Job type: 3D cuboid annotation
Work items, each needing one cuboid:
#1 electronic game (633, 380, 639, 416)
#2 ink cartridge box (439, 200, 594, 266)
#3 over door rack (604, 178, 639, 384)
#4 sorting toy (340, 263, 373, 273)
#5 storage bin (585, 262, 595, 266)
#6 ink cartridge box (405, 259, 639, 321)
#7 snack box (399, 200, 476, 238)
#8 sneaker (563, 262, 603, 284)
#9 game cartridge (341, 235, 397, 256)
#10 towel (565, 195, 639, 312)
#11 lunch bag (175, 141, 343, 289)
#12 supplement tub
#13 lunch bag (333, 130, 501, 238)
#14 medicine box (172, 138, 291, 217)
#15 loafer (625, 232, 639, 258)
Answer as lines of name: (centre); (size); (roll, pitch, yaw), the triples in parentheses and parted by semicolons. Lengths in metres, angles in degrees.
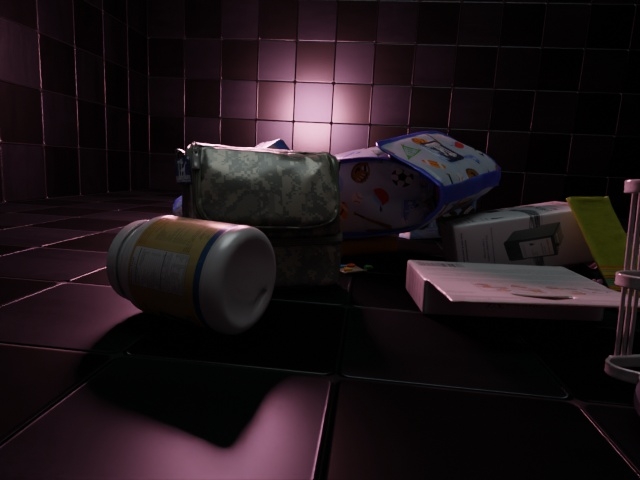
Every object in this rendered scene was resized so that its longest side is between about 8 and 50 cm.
electronic game: (0.394, 0.165, 0.358); (0.229, 0.048, 0.229); (3, 9, 0)
ink cartridge box: (0.438, -0.008, 1.009); (0.289, 0.121, 0.211); (-8, 7, 8)
over door rack: (0.499, 0.044, 0.527); (0.324, 0.239, 0.108); (-1, 8, -19)
sorting toy: (0.074, 0.060, 0.977); (0.083, 0.012, 0.062); (-3, 11, -31)
storage bin: (0.731, 0.044, 1.068); (0.180, 0.084, 0.122); (12, 13, 40)
ink cartridge box: (0.309, 0.092, 0.704); (0.296, 0.066, 0.261); (2, 10, -1)
snack box: (0.417, -0.105, 1.536); (0.322, 0.187, 0.060); (-4, 12, -33)
sneaker: (0.556, 0.066, 0.965); (0.119, 0.057, 0.047); (3, 12, 5)
game cartridge: (0.000, 0.000, 1.220); (0.324, 0.052, 0.285); (-6, 13, -33)
towel: (0.547, 0.019, 0.821); (0.102, 0.237, 0.021); (0, -28, -19)
lunch bag: (-0.114, -0.049, 0.832); (0.305, 0.256, 0.212); (-1, 10, -19)
supplement tub: (-0.178, 0.041, 0.613); (0.200, 0.144, 0.144); (8, 11, 27)
lunch bag: (0.200, -0.137, 1.083); (0.385, 0.239, 0.328); (3, 17, 44)
medicine box: (-0.196, -0.105, 1.071); (0.289, 0.149, 0.263); (-37, 18, -8)
loafer: (0.691, 0.071, 0.868); (0.102, 0.092, 0.268); (-27, 29, -3)
